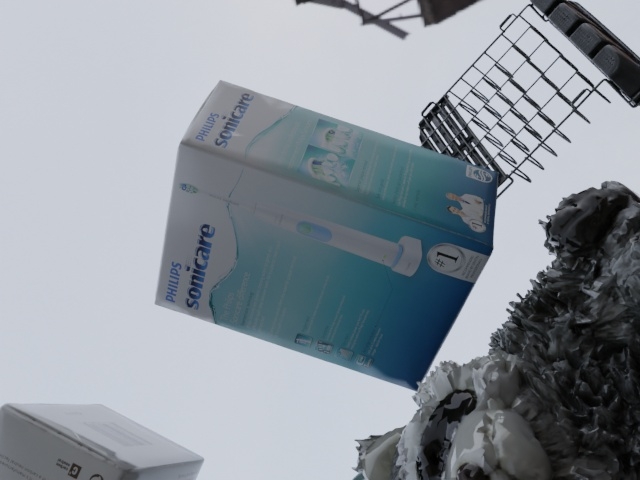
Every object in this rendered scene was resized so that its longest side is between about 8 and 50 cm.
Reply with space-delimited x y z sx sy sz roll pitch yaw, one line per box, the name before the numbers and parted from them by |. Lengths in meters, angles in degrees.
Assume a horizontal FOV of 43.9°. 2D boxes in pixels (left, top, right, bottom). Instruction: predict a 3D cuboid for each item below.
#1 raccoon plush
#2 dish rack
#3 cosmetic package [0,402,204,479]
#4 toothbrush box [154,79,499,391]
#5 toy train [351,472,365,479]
raccoon plush | 0.245 0.155 0.638 0.446 0.216 0.299 21 -64 -42
dish rack | 0.249 -0.169 0.996 0.074 0.208 0.271 24 -60 -38
cosmetic package | -0.279 0.360 0.783 0.365 0.155 0.197 -66 -17 -7
toothbrush box | 0.000 0.000 0.800 0.126 0.296 0.216 -73 0 -50
toy train | 0.148 0.305 0.705 0.142 0.334 0.190 65 -157 -44
